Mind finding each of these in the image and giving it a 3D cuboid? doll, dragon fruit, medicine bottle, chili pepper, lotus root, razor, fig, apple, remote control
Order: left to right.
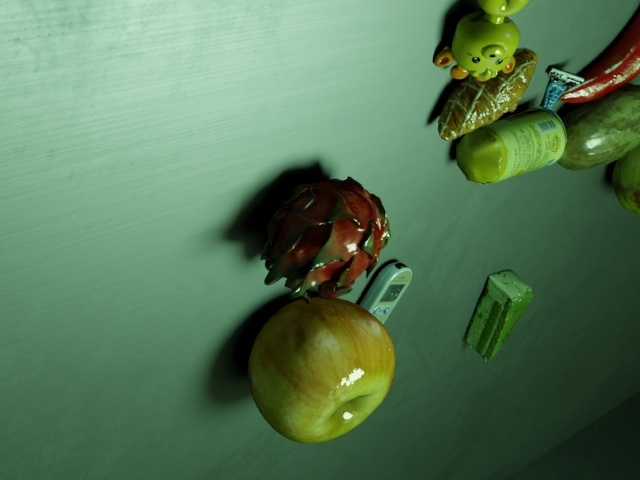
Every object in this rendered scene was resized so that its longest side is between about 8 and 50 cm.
[{"bbox_3d":[-0.003,0.240,1.807,0.286,0.233,0.286,-28,146,-21],"label":"apple"},{"bbox_3d":[0.000,0.000,1.580,0.274,0.193,0.192,-25,171,-31],"label":"dragon fruit"},{"bbox_3d":[0.113,0.146,2.017,0.087,0.047,0.244,5,123,-49],"label":"remote control"},{"bbox_3d":[0.276,-0.353,1.594,0.143,0.135,0.221,0,140,-10],"label":"doll"},{"bbox_3d":[0.373,-0.185,1.889,0.239,0.124,0.124,-18,138,-37],"label":"medicine bottle"},{"bbox_3d":[0.463,-0.248,1.997,0.082,0.042,0.253,14,125,-8],"label":"razor"},{"bbox_3d":[0.609,-0.240,2.089,0.309,0.173,0.173,-27,144,-17],"label":"lotus root"},{"bbox_3d":[0.649,-0.408,2.000,0.368,0.092,0.137,-53,137,6],"label":"chili pepper"},{"bbox_3d":[0.864,-0.179,2.387,0.271,0.239,0.239,-61,148,0],"label":"fig"}]

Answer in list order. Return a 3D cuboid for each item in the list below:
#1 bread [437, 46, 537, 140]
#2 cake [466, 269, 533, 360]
[{"bbox_3d":[0.301,-0.269,1.716,0.233,0.105,0.076,-42,151,0],"label":"bread"},{"bbox_3d":[0.430,0.196,2.404,0.099,0.100,0.235,0,126,-48],"label":"cake"}]
